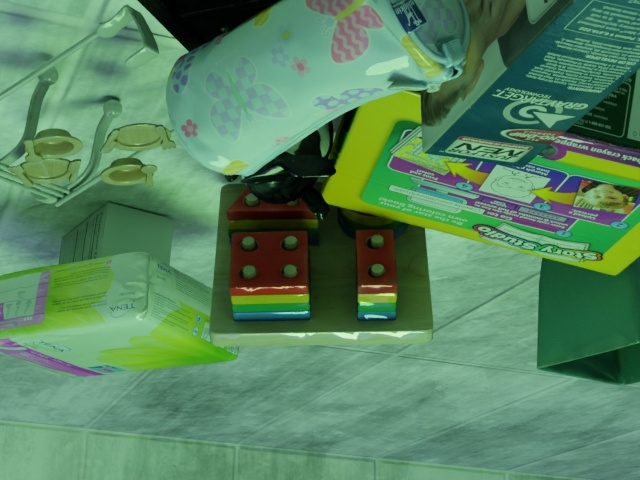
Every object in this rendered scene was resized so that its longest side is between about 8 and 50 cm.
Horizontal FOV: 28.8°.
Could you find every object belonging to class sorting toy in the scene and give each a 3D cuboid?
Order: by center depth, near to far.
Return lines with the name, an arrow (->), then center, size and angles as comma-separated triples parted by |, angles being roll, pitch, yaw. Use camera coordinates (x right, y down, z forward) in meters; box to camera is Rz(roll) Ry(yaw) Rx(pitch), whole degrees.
sorting toy -> 0.000, 0.000, 1.493 | 0.257, 0.255, 0.089 | -1, 135, 1

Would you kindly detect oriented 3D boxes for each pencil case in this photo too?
pencil case -> -0.006, -0.149, 1.053 | 0.273, 0.113, 0.124 | -21, 109, 36

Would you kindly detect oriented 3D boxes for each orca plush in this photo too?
orca plush -> -0.008, -0.073, 1.273 | 0.151, 0.102, 0.287 | -38, -169, -3

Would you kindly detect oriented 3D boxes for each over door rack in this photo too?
over door rack -> -0.241, -0.144, 1.275 | 0.324, 0.108, 0.239 | -17, 161, 25

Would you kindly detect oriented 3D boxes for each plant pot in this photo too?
plant pot -> 0.377, 0.044, 1.560 | 0.166, 0.234, 0.165 | 13, 157, -36

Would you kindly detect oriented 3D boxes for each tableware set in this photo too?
tableware set -> -0.231, -0.083, 1.260 | 0.169, 0.020, 0.141 | -3, 161, -13

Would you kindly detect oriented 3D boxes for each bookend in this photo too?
bookend -> -0.062, -0.226, 1.105 | 0.156, 0.072, 0.157 | -6, 159, 20

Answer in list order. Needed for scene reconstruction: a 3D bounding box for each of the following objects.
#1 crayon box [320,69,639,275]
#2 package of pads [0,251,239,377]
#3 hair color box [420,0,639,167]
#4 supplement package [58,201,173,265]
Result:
crayon box -> 0.205, -0.095, 1.321 | 0.363, 0.106, 0.313 | 14, 160, -4
package of pads -> -0.289, 0.105, 1.672 | 0.296, 0.101, 0.229 | -10, 156, 26
hair color box -> 0.187, -0.204, 0.997 | 0.105, 0.174, 0.347 | 6, 159, -16
supplement package -> -0.294, 0.030, 1.764 | 0.105, 0.105, 0.179 | 16, 156, -29
